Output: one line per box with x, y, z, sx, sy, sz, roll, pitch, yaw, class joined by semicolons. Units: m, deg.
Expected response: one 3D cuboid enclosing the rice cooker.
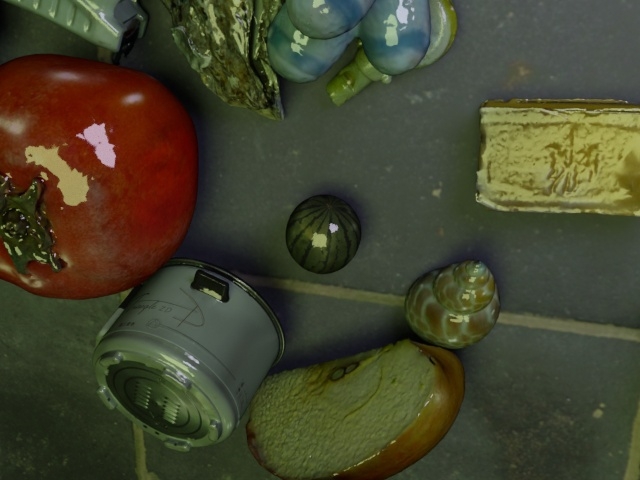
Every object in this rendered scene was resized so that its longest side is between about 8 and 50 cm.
-0.187;0.155;1.171;0.241;0.227;0.280;24;139;8;rice cooker

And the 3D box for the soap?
0.309;-0.103;0.994;0.233;0.076;0.135;4;112;17;soap

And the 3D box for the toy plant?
0.046;-0.320;0.888;0.247;0.247;0.332;37;113;0;toy plant

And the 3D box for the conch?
0.181;0.091;1.101;0.173;0.106;0.116;-19;86;38;conch

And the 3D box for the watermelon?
0.000;0.000;1.119;0.105;0.105;0.133;29;133;4;watermelon

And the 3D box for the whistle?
0.087;-0.242;1.021;0.198;0.057;0.104;-38;86;33;whistle

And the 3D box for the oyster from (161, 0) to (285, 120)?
-0.115;-0.304;1.018;0.162;0.158;0.350;23;137;56;oyster

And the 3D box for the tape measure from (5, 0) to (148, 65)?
-0.330;-0.392;1.046;0.243;0.125;0.246;25;120;-1;tape measure

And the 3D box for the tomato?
-0.322;-0.086;1.072;0.293;0.290;0.325;3;119;17;tomato

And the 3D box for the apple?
0.043;0.249;1.137;0.346;0.254;0.179;-18;79;34;apple
